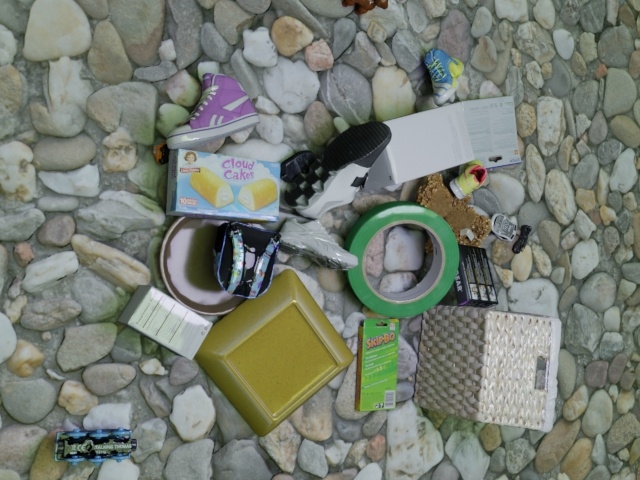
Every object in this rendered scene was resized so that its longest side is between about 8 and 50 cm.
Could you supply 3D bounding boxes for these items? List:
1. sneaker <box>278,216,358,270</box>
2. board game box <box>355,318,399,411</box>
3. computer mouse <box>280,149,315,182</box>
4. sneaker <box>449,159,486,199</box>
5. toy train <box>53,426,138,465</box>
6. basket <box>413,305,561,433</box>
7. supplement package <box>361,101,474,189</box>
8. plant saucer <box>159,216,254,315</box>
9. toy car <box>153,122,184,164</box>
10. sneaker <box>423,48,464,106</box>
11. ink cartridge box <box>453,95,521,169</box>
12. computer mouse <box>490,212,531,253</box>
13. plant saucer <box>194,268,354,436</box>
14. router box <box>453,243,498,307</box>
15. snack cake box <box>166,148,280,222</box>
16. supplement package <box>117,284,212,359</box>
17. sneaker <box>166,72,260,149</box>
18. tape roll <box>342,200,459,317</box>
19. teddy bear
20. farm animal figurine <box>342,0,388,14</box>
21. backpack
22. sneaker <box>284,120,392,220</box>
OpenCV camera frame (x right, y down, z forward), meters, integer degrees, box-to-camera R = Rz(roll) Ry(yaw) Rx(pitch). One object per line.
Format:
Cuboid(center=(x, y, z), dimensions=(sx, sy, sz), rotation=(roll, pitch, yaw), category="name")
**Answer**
Cuboid(center=(0.000, 0.000, 1.845), dimensions=(0.232, 0.090, 0.115), rotation=(23, 67, -3), category="sneaker")
Cuboid(center=(0.163, 0.353, 1.992), dimensions=(0.124, 0.039, 0.259), rotation=(4, 90, -30), category="board game box")
Cuboid(center=(-0.113, -0.167, 1.850), dimensions=(0.242, 0.041, 0.071), rotation=(-33, 122, -21), category="computer mouse")
Cuboid(center=(0.457, -0.191, 2.057), dimensions=(0.081, 0.094, 0.208), rotation=(50, 37, -8), category="sneaker")
Cuboid(center=(-0.509, 0.462, 1.570), dimensions=(0.184, 0.105, 0.080), rotation=(7, 77, -30), category="toy train")
Cuboid(center=(0.474, 0.357, 2.001), dimensions=(0.266, 0.331, 0.328), rotation=(10, 84, -27), category="basket")
Cuboid(center=(0.256, -0.267, 1.974), dimensions=(0.293, 0.177, 0.175), rotation=(-19, 98, -29), category="supplement package")
Cuboid(center=(-0.273, 0.050, 1.749), dimensions=(0.278, 0.041, 0.278), rotation=(0, 90, -30), category="plant saucer")
Cuboid(center=(-0.369, -0.239, 1.713), dimensions=(0.040, 0.060, 0.122), rotation=(25, 50, 17), category="toy car")
Cuboid(center=(0.345, -0.489, 2.058), dimensions=(0.126, 0.091, 0.240), rotation=(38, 39, -8), category="sneaker")
Cuboid(center=(0.530, -0.338, 2.205), dimensions=(0.223, 0.045, 0.224), rotation=(-11, 95, -28), category="ink cartridge box")
Cuboid(center=(0.602, -0.034, 2.244), dimensions=(0.193, 0.042, 0.106), rotation=(27, 81, -32), category="computer mouse")
Cuboid(center=(-0.104, 0.298, 1.774), dimensions=(0.333, 0.081, 0.332), rotation=(-38, 110, -12), category="plant saucer")
Cuboid(center=(0.440, 0.103, 2.022), dimensions=(0.133, 0.046, 0.179), rotation=(9, 62, -36), category="router box")
Cuboid(center=(-0.236, -0.128, 1.703), dimensions=(0.264, 0.089, 0.152), rotation=(5, 83, -27), category="snack cake box")
Cuboid(center=(-0.369, 0.194, 1.654), dimensions=(0.179, 0.105, 0.105), rotation=(36, 72, -24), category="supplement package")
Cuboid(center=(-0.287, -0.321, 1.705), dimensions=(0.282, 0.102, 0.161), rotation=(-31, 101, -47), category="sneaker")
Cuboid(center=(0.223, 0.052, 1.941), dimensions=(0.321, 0.077, 0.321), rotation=(-2, 103, -10), category="tape roll")
Cuboid(center=(0.392, -0.059, 2.101), dimensions=(0.338, 0.113, 0.245), rotation=(16, 89, -36), category="teddy bear")
Cuboid(center=(0.177, -0.811, 1.941), dimensions=(0.330, 0.172, 0.327), rotation=(-46, 110, -22), category="farm animal figurine")
Cuboid(center=(-0.190, 0.051, 1.705), dimensions=(0.158, 0.117, 0.173), rotation=(14, 82, -29), category="backpack")
Cuboid(center=(0.067, -0.180, 1.854), dimensions=(0.330, 0.122, 0.146), rotation=(-38, 139, 12), category="sneaker")
